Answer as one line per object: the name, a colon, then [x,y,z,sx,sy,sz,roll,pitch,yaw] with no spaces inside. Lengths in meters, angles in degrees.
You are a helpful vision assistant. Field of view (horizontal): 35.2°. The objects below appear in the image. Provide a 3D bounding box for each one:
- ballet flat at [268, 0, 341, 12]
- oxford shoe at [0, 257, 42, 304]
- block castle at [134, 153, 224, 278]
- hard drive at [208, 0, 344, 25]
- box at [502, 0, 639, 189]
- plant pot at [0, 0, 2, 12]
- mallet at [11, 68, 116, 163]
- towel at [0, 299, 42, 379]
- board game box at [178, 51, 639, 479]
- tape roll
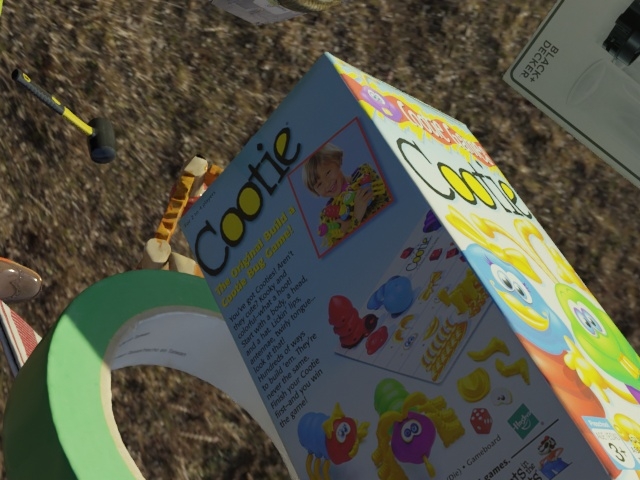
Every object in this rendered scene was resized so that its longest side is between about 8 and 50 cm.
ballet flat: [-0.025,-0.238,0.932,0.058,0.250,0.084,-35,95,20]
oxford shoe: [-0.644,0.074,1.889,0.271,0.098,0.097,11,86,-36]
block castle: [-0.138,0.047,2.110,0.453,0.213,0.303,21,61,-3]
hard drive: [-0.015,-0.484,1.851,0.338,0.237,0.064,-11,86,20]
box: [0.317,-0.114,0.825,0.087,0.290,0.169,-26,153,-57]
plant pot: [-0.398,-0.298,0.822,0.227,0.228,0.207,46,43,-56]
mallet: [-0.336,-0.161,1.334,0.039,0.062,0.189,-28,151,16]
towel: [-0.420,0.255,1.615,0.037,0.237,0.329,-31,145,-5]
board game box: [0.060,0.056,0.541,0.142,0.275,0.144,17,125,-47]
tape roll: [-0.086,0.167,0.801,0.321,0.321,0.077,26,123,-28]
